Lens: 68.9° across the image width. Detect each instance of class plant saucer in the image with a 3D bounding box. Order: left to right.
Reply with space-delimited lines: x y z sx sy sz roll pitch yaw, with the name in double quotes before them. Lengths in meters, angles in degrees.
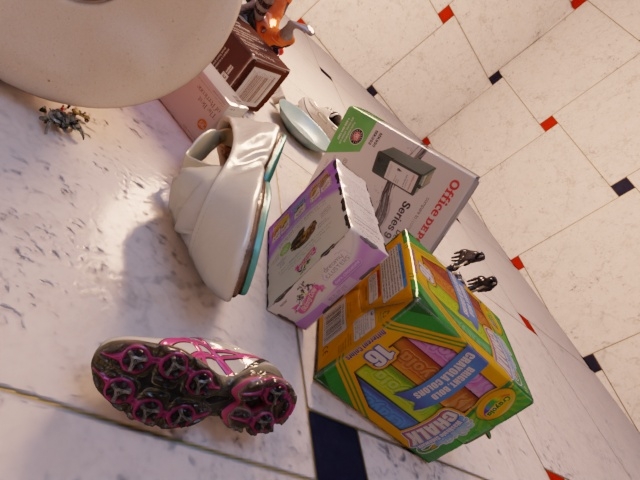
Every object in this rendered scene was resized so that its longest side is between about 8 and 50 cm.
"plant saucer" -0.047 -0.294 1.246 0.195 0.037 0.195 39 23 -21

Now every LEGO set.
"LEGO set" -0.302 -0.148 0.554 0.054 0.023 0.083 30 28 -36

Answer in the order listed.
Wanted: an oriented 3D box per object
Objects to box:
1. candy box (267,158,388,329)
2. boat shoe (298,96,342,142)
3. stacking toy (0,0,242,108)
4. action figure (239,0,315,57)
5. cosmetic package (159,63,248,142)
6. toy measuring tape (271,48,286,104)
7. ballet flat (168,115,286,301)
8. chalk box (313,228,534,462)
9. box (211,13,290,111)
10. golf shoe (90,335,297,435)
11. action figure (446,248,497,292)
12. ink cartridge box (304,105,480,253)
"candy box" 0.000 0.000 0.666 0.070 0.165 0.196 34 26 -25
"boat shoe" 0.022 -0.355 1.404 0.096 0.088 0.267 19 36 -49
"stacking toy" -0.309 -0.415 0.630 0.351 0.350 0.480 31 18 -36
"action figure" -0.159 -0.572 1.152 0.179 0.330 0.341 -1 81 -48
"cosmetic package" -0.237 -0.278 0.796 0.239 0.099 0.060 51 25 10
"toy measuring tape" -0.154 -0.524 1.335 0.121 0.121 0.330 27 35 -41
"ballet flat" -0.130 -0.068 0.622 0.139 0.139 0.400 38 26 -21
"chalk box" 0.157 0.164 0.657 0.289 0.179 0.180 40 24 -17
"box" -0.260 -0.470 1.025 0.381 0.143 0.191 48 22 6
"golf shoe" -0.112 0.120 0.414 0.186 0.067 0.086 29 2 -37
"action figure" 0.251 0.118 0.975 0.276 0.141 0.164 -23 79 -39
"ink cartridge box" 0.147 -0.114 0.965 0.289 0.211 0.121 34 18 15
